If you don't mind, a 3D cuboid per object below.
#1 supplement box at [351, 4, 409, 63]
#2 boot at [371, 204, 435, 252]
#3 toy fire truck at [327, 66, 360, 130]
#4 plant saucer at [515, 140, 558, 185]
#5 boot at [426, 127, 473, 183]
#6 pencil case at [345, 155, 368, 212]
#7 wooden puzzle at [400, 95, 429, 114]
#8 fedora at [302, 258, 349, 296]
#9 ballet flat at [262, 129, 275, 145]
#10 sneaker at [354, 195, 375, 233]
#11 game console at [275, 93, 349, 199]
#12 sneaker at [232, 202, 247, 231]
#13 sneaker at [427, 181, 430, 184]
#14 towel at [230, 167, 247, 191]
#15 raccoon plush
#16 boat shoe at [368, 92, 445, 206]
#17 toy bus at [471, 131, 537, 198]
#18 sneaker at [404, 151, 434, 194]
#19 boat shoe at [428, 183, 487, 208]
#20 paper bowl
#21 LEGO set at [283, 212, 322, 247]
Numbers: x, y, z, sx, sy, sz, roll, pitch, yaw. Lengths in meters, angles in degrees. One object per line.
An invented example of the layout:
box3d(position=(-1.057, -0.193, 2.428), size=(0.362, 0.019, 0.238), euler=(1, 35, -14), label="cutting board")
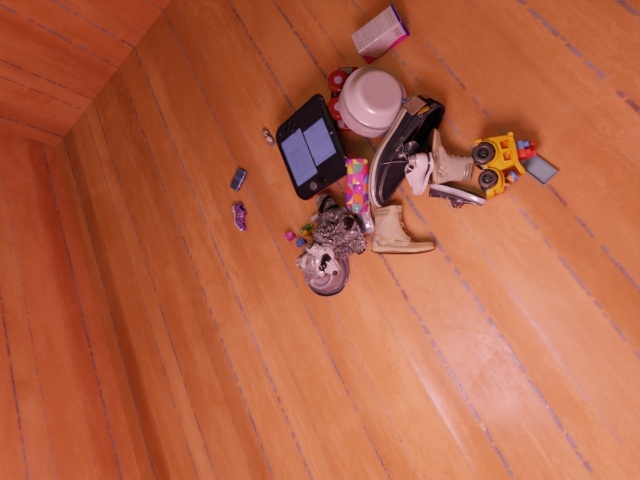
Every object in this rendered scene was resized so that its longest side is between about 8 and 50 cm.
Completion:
box3d(position=(0.268, -0.923, 1.860), size=(0.220, 0.111, 0.113), euler=(-29, 68, 24), label="supplement box")
box3d(position=(0.336, -0.045, 1.687), size=(0.262, 0.095, 0.203), euler=(-1, 81, 30), label="boot")
box3d(position=(0.166, -0.635, 1.868), size=(0.254, 0.169, 0.301), euler=(0, 82, 7), label="toy fire truck")
box3d(position=(0.766, -0.283, 1.511), size=(0.067, 0.018, 0.192), euler=(-48, 63, 16), label="plant saucer")
box3d(position=(0.503, -0.328, 1.600), size=(0.165, 0.077, 0.213), euler=(-3, 95, 0), label="boot")
box3d(position=(0.149, -0.229, 1.706), size=(0.105, 0.104, 0.236), euler=(4, 99, 32), label="pencil case")
box3d(position=(0.371, -0.531, 1.628), size=(0.079, 0.014, 0.116), euler=(-33, 57, 9), label="wooden puzzle")
box3d(position=(0.000, 0.119, 1.850), size=(0.244, 0.124, 0.275), euler=(-31, 68, 23), label="fedora")
box3d(position=(-0.276, -0.542, 2.174), size=(0.041, 0.041, 0.114), euler=(-40, 65, 20), label="ballet flat")
box3d(position=(0.183, -0.144, 1.799), size=(0.086, 0.085, 0.237), euler=(-9, 78, 7), label="sneaker")
box3d(position=(-0.045, -0.408, 1.873), size=(0.342, 0.060, 0.386), euler=(-29, 80, 46), label="game console")
box3d(position=(-0.418, -0.126, 2.180), size=(0.071, 0.068, 0.169), euler=(-24, 70, 20), label="sneaker")
box3d(position=(0.456, -0.254, 1.684), size=(0.083, 0.037, 0.031), euler=(-26, 71, 27), label="sneaker")
box3d(position=(-0.443, -0.330, 2.247), size=(0.067, 0.029, 0.119), euler=(33, 99, 31), label="towel")
box3d(position=(0.000, 0.000, 1.771), size=(0.299, 0.216, 0.446), euler=(-33, 28, -4), label="raccoon plush")
box3d(position=(0.348, -0.360, 1.684), size=(0.156, 0.187, 0.499), euler=(29, 92, 37), label="boat shoe")
box3d(position=(0.671, -0.277, 1.493), size=(0.212, 0.149, 0.220), euler=(-12, 83, 22), label="toy bus")
box3d(position=(0.375, -0.261, 1.629), size=(0.095, 0.235, 0.090), euler=(-7, 59, -2), label="sneaker")
box3d(position=(0.526, -0.164, 1.608), size=(0.229, 0.080, 0.076), euler=(23, 110, 29), label="boat shoe")
box3d(position=(0.226, -0.590, 1.728), size=(0.285, 0.148, 0.284), euler=(1, 83, -10), label="paper bowl")
box3d(position=(-0.078, -0.038, 1.940), size=(0.227, 0.093, 0.087), euler=(-35, 66, 22), label="LEGO set")
